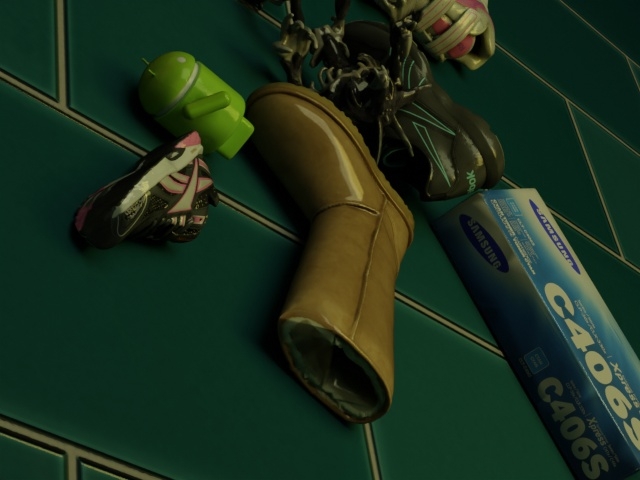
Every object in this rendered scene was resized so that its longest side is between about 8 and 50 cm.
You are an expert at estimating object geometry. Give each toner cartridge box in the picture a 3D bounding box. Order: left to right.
[{"bbox_3d":[0.271,0.105,1.581,0.165,0.075,0.347,-5,63,-59],"label":"toner cartridge box"}]

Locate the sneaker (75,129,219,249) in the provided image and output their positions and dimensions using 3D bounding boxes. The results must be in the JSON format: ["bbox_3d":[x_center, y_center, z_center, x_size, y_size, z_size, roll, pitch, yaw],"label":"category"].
[{"bbox_3d":[-0.127,-0.029,1.140,0.077,0.072,0.178,60,32,-11],"label":"sneaker"}]

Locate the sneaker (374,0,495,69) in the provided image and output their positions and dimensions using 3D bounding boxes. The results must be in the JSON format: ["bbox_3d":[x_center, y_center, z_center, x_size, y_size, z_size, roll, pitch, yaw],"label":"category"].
[{"bbox_3d":[0.159,-0.299,1.834,0.252,0.103,0.111,15,45,-49],"label":"sneaker"}]

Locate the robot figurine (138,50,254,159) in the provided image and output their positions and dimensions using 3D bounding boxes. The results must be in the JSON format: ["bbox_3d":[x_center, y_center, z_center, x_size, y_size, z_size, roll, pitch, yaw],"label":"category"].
[{"bbox_3d":[-0.115,-0.123,1.259,0.115,0.067,0.101,39,4,-26],"label":"robot figurine"}]

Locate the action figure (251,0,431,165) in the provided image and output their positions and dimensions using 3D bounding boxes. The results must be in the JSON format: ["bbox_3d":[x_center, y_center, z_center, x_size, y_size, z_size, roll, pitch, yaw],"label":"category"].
[{"bbox_3d":[0.018,-0.213,1.470,0.164,0.141,0.275,-25,71,-18],"label":"action figure"}]

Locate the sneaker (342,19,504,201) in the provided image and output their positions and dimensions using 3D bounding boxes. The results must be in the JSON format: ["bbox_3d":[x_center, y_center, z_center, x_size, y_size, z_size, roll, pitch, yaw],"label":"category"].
[{"bbox_3d":[0.086,-0.146,1.553,0.106,0.101,0.267,-29,60,-23],"label":"sneaker"}]

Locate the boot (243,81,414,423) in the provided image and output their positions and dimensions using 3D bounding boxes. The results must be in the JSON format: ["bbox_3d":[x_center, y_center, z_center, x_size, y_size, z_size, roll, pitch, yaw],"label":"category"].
[{"bbox_3d":[0.000,0.000,1.278,0.236,0.089,0.269,43,31,-18],"label":"boot"}]
